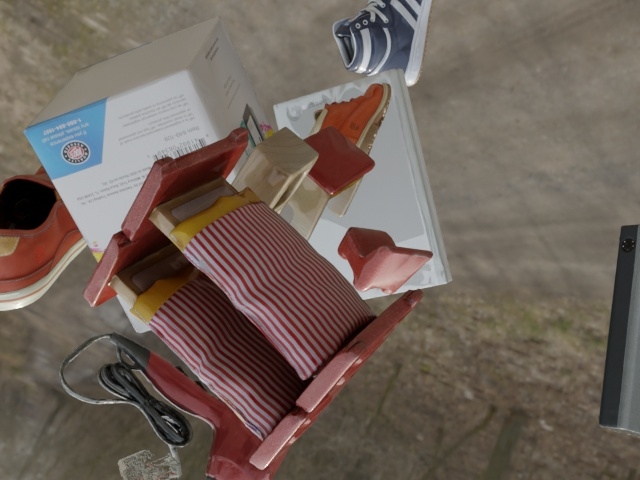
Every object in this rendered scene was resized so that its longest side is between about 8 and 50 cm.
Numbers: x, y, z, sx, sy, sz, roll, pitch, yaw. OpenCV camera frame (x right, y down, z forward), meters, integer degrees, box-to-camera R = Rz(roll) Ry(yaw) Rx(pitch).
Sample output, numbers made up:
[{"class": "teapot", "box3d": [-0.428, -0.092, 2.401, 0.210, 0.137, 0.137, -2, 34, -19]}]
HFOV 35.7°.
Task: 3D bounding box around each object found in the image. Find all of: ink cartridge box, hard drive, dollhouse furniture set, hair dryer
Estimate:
[{"class": "ink cartridge box", "box3d": [-0.160, -0.074, 1.133, 0.198, 0.197, 0.270, -17, 116, 14]}, {"class": "hard drive", "box3d": [0.058, -0.071, 1.437, 0.203, 0.308, 0.040, -13, -178, 26]}, {"class": "dollhouse furniture set", "box3d": [0.000, 0.000, 0.857, 0.201, 0.374, 0.152, 42, 123, 8]}, {"class": "hard drive", "box3d": [0.228, 0.067, 0.672, 0.094, 0.135, 0.022, 20, 165, -38]}, {"class": "hair dryer", "box3d": [-0.127, 0.190, 1.125, 0.293, 0.224, 0.080, -13, 177, -23]}]

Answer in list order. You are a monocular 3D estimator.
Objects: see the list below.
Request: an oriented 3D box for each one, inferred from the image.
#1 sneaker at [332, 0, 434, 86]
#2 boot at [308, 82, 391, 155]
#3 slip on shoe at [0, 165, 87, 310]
[{"class": "sneaker", "box3d": [0.110, -0.415, 1.712, 0.153, 0.282, 0.099, 4, -174, -21]}, {"class": "boot", "box3d": [0.039, -0.159, 1.245, 0.084, 0.158, 0.059, 22, 133, 4]}, {"class": "slip on shoe", "box3d": [-0.338, -0.039, 1.208, 0.123, 0.331, 0.101, 1, 118, 6]}]
